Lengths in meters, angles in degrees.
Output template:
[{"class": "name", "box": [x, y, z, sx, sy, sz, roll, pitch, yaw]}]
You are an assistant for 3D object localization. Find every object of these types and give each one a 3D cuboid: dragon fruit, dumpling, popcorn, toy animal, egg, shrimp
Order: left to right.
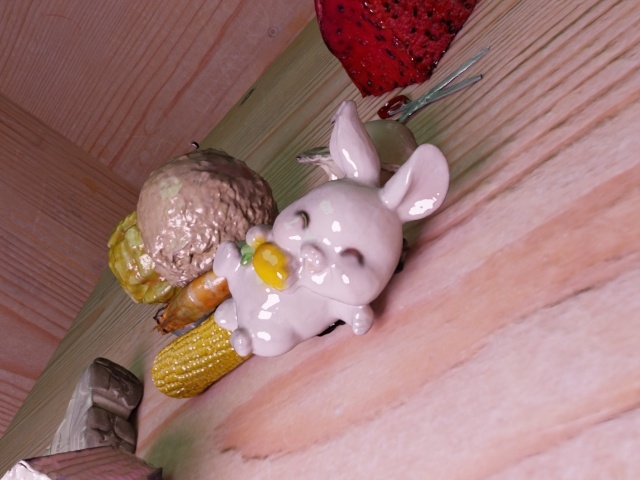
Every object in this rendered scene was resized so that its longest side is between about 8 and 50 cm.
[{"class": "popcorn", "box": [-0.396, 0.028, 1.300, 0.282, 0.247, 0.282, -30, 17, 10]}, {"class": "egg", "box": [-0.210, -0.038, 0.976, 0.279, 0.279, 0.310, -47, -8, 12]}, {"class": "shrimp", "box": [-0.175, 0.083, 0.826, 0.249, 0.068, 0.150, -29, -10, 19]}, {"class": "toy animal", "box": [0.002, 0.007, 0.619, 0.208, 0.154, 0.325, 38, 101, 31]}, {"class": "dumpling", "box": [0.050, -0.110, 0.750, 0.247, 0.172, 0.142, -137, 55, -71]}, {"class": "dragon fruit", "box": [0.126, -0.426, 0.959, 0.302, 0.330, 0.240, -42, 46, 17]}]

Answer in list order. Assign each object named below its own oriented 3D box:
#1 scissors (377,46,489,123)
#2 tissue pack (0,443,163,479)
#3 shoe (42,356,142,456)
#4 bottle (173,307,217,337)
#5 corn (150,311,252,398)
[{"class": "scissors", "box": [0.178, -0.243, 0.894, 0.248, 0.017, 0.144, -25, 35, 46]}, {"class": "tissue pack", "box": [-0.317, 0.373, 0.601, 0.242, 0.125, 0.343, -59, -6, -19]}, {"class": "shoe", "box": [-0.481, 0.390, 1.056, 0.210, 0.132, 0.342, -47, 26, 5]}, {"class": "bottle", "box": [-0.234, 0.077, 1.119, 0.082, 0.082, 0.286, -28, 32, 44]}, {"class": "corn", "box": [-0.163, 0.169, 0.833, 0.293, 0.106, 0.106, -35, 28, 28]}]
